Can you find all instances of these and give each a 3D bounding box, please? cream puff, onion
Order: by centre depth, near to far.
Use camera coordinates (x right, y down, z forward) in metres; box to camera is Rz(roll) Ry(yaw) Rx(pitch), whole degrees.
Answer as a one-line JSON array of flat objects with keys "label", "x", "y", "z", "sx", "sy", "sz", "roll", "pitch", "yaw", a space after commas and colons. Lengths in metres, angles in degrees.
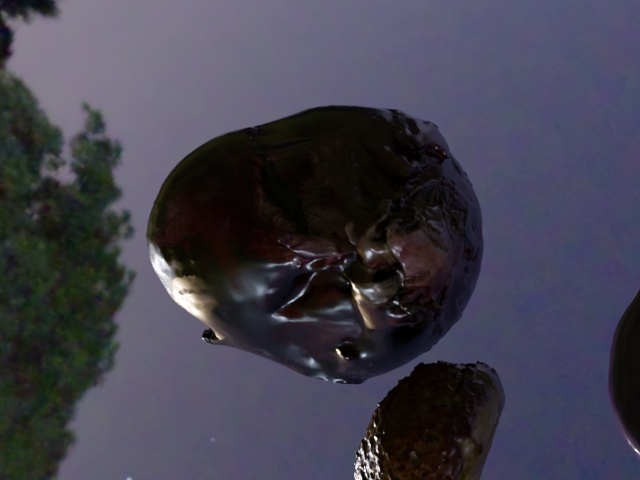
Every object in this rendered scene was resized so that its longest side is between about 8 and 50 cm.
[{"label": "cream puff", "x": 0.074, "y": 0.145, "z": 0.699, "sx": 0.149, "sy": 0.084, "sz": 0.149, "roll": 21, "pitch": 90, "yaw": -77}, {"label": "onion", "x": -0.004, "y": -0.004, "z": 0.807, "sx": 0.281, "sy": 0.281, "sz": 0.221, "roll": 25, "pitch": -71, "yaw": 61}]

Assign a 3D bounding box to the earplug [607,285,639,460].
[{"label": "earplug", "x": 0.341, "y": 0.174, "z": 0.475, "sx": 0.215, "sy": 0.456, "sz": 0.215, "roll": -34, "pitch": -157, "yaw": 16}]
